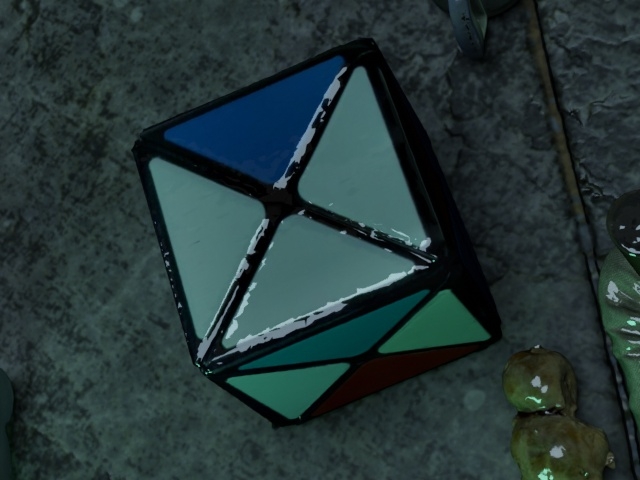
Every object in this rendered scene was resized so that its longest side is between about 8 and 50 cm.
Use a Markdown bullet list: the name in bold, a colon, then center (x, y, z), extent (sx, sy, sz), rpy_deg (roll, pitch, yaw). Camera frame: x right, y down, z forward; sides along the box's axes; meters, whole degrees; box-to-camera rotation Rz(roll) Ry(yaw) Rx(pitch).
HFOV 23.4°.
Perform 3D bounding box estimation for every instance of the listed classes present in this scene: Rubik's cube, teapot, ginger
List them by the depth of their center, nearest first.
- **ginger**: center (0.208, 0.191, 1.377), extent (0.104, 0.080, 0.204), rpy_deg (-11, 72, 22)
- **Rubik's cube**: center (0.001, 0.000, 1.420), extent (0.250, 0.248, 0.246), rpy_deg (-23, 66, 11)
- **teapot**: center (0.138, -0.271, 1.533), extent (0.111, 0.108, 0.149), rpy_deg (25, 83, 26)

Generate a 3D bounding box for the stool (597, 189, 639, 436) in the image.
- **stool**: center (0.400, 0.072, 1.255), extent (0.310, 0.226, 0.310), rpy_deg (-18, 68, 4)

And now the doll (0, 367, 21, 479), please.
- **doll**: center (-0.439, 0.201, 1.580), extent (0.257, 0.161, 0.215), rpy_deg (-3, 58, 2)
